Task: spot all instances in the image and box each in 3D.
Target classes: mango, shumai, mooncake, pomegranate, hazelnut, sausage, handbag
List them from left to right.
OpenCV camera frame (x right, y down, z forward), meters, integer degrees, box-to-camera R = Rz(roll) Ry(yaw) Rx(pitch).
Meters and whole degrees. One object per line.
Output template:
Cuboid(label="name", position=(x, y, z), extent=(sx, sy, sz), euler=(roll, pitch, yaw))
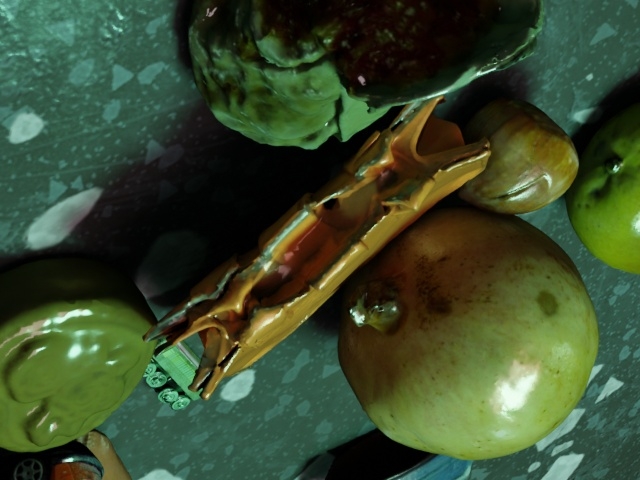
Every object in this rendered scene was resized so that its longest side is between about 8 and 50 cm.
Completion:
Cuboid(label="mooncake", position=(-0.289, 0.126, 1.709), extent=(0.235, 0.117, 0.234), euler=(-20, 137, -20))
Cuboid(label="sausage", position=(-0.282, 0.299, 1.930), extent=(0.077, 0.077, 0.194), euler=(-30, 140, -11))
Cuboid(label="handbag", position=(0.000, 0.000, 1.712), extent=(0.410, 0.116, 0.303), euler=(-41, 177, 3))
Cuboid(label="shumai", position=(0.049, -0.192, 1.508), extent=(0.330, 0.288, 0.292), euler=(-46, 144, 8))
Cuboid(label="pomegranate", position=(0.166, 0.106, 1.896), extent=(0.338, 0.338, 0.338), euler=(-23, 141, -20))
Cuboid(label="hazelnut", position=(0.232, -0.096, 1.877), extent=(0.150, 0.150, 0.150), euler=(-23, 141, -20))
Cuboid(label="mango", position=(0.501, -0.090, 2.080), extent=(0.365, 0.182, 0.253), euler=(-18, 135, -20))

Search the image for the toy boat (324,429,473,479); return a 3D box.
Cuboid(label="toy boat", position=(0.115, 0.356, 2.275), extent=(0.309, 0.129, 0.142), euler=(-24, 128, -25))

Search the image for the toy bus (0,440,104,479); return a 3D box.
Cuboid(label="toy bus", position=(-0.390, 0.351, 1.786), extent=(0.303, 0.147, 0.127), euler=(-19, 153, 2))

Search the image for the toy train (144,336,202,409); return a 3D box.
Cuboid(label="toy train", position=(-0.183, 0.161, 1.896), extent=(0.071, 0.038, 0.148), euler=(-36, 144, -3))
